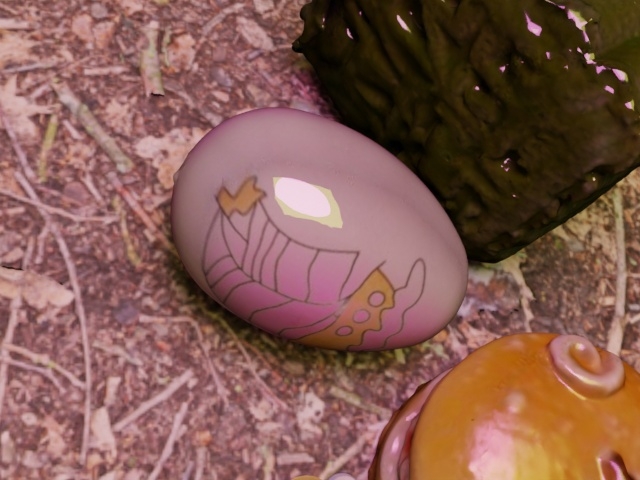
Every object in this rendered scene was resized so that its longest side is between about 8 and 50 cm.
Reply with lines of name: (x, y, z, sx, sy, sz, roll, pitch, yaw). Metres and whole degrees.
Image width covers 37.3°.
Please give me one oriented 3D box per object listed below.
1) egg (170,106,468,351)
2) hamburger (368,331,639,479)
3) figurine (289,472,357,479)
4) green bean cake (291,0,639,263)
egg: (0.000, 0.000, 0.826, 0.271, 0.196, 0.196, 40, 62, -7)
hamburger: (0.205, 0.225, 0.807, 0.302, 0.186, 0.261, 45, 64, 0)
figurine: (0.003, 0.282, 0.750, 0.128, 0.184, 0.209, 4, 105, -24)
green bean cake: (0.158, -0.160, 0.860, 0.218, 0.335, 0.319, -31, 77, -27)
